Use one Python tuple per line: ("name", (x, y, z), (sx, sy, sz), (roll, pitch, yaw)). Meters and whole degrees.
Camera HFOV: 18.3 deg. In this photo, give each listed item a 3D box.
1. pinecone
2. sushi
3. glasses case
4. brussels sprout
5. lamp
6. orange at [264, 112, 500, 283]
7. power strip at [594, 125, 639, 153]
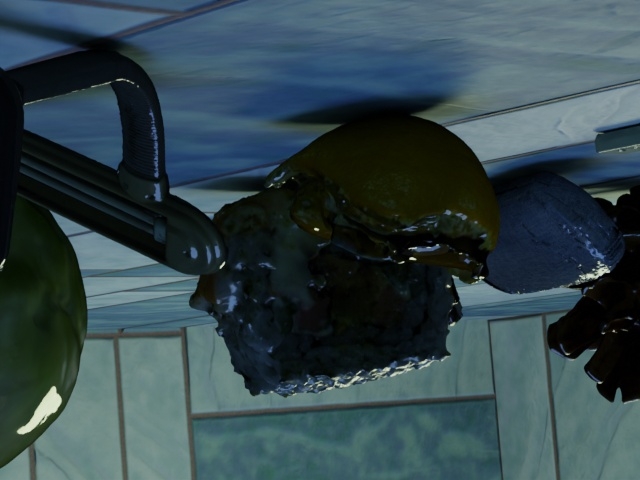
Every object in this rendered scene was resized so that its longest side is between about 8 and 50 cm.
("pinecone", (0.310, 0.054, 1.960), (0.203, 0.201, 0.229), (21, 143, -6))
("sushi", (0.021, 0.041, 1.742), (0.274, 0.184, 0.139), (-4, 176, -20))
("glasses case", (0.192, -0.003, 1.842), (0.067, 0.109, 0.282), (-48, -172, -17))
("brussels sprout", (-0.308, 0.054, 1.454), (0.274, 0.242, 0.316), (19, 174, 11))
("lamp", (-0.186, -0.059, 1.108), (0.203, 0.124, 0.283), (15, -174, 23))
("orange", (0.052, -0.034, 1.392), (0.170, 0.112, 0.160), (28, -177, 4))
("power strip", (0.257, -0.081, 1.555), (0.040, 0.016, 0.090), (0, 172, -43))
